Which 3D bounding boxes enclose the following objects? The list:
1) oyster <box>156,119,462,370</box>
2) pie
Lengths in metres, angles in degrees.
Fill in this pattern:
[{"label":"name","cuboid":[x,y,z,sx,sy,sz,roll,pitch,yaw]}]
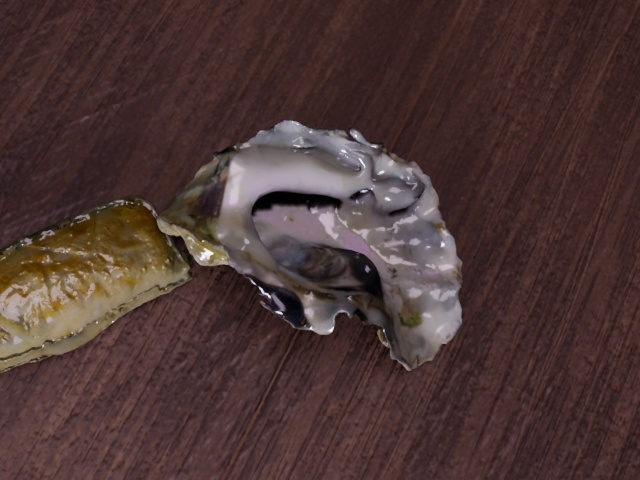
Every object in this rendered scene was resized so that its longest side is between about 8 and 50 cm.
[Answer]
[{"label":"oyster","cuboid":[-0.001,0.001,1.348,0.351,0.115,0.238,10,68,-14]},{"label":"pie","cuboid":[-0.268,0.046,1.301,0.282,0.068,0.128,-27,80,-24]}]
